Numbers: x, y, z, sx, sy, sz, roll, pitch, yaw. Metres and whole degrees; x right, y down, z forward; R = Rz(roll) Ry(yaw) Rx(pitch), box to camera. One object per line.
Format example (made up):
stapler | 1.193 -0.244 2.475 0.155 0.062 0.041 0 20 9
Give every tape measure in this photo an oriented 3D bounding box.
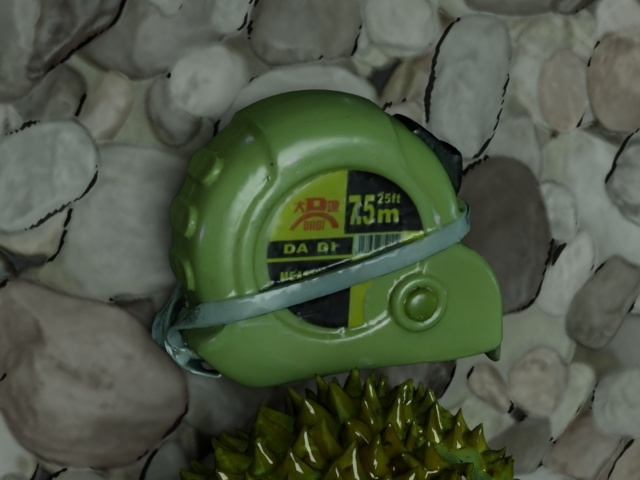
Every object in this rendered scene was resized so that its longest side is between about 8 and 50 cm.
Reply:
tape measure | 0.000 0.000 0.893 0.177 0.087 0.154 -10 110 -20

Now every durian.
durian | 0.003 0.185 0.834 0.176 0.200 0.237 -33 146 -48
